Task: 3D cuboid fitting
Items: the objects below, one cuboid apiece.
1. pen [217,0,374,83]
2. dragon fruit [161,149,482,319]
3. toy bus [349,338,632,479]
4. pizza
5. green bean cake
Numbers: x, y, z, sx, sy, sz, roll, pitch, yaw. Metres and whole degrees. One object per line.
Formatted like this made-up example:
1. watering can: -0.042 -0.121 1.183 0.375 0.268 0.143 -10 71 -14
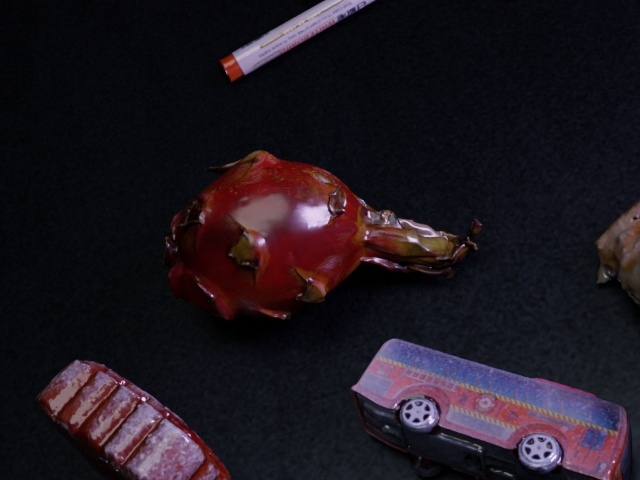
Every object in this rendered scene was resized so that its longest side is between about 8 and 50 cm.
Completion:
1. pen: 0.003 -0.209 1.114 0.218 0.026 0.026 -30 51 -2
2. dragon fruit: 0.000 0.000 0.919 0.246 0.125 0.125 4 42 4
3. toy bus: 0.116 0.125 0.803 0.192 0.065 0.077 14 55 29
4. pizza: 0.238 0.012 0.775 0.185 0.052 0.195 -41 20 40
5. green bean cake: -0.121 0.149 0.829 0.135 0.135 0.056 28 69 34
